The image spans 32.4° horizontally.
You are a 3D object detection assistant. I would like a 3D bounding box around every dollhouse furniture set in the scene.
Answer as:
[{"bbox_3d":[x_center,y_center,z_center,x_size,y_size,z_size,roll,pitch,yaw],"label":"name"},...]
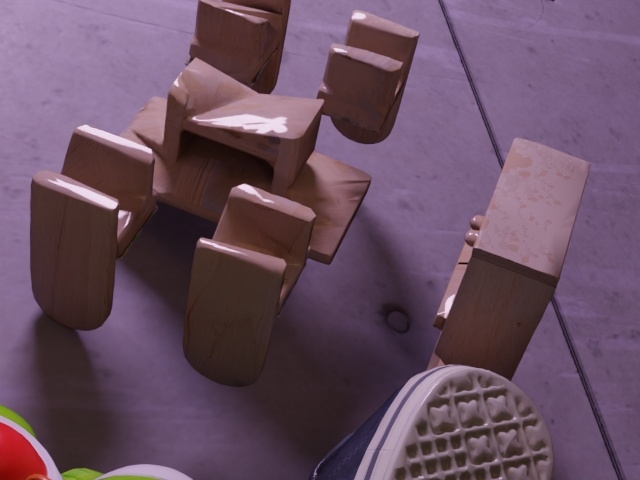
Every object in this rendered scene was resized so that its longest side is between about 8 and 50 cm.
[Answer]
[{"bbox_3d":[0.000,0.000,0.984,0.394,0.256,0.362,21,44,7],"label":"dollhouse furniture set"}]

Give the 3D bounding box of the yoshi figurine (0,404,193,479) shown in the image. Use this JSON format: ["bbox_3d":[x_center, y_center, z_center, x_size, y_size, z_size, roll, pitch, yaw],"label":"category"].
[{"bbox_3d":[-0.155,0.199,0.642,0.203,0.362,0.204,24,80,-60],"label":"yoshi figurine"}]

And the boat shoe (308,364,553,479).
[{"bbox_3d":[0.002,0.304,0.755,0.187,0.156,0.500,38,58,-8],"label":"boat shoe"}]
